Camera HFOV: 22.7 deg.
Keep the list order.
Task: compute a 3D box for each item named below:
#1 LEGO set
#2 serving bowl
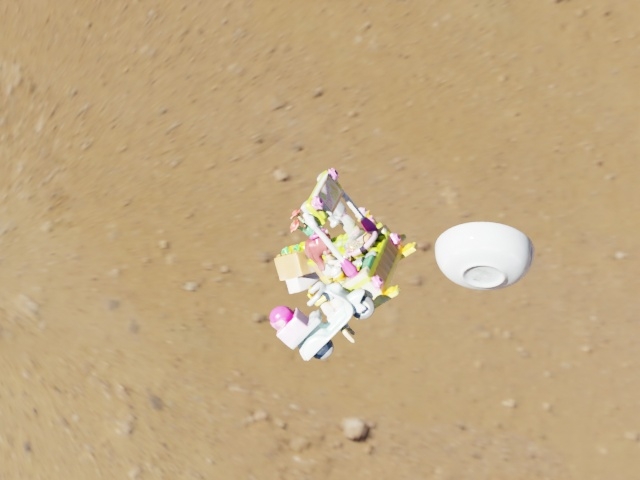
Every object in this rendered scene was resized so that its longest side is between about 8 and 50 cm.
[{"bbox_3d":[0.000,0.000,1.423,0.132,0.287,0.107,-38,103,5],"label":"LEGO set"},{"bbox_3d":[0.135,0.019,1.321,0.083,0.083,0.027,15,57,-12],"label":"serving bowl"}]
